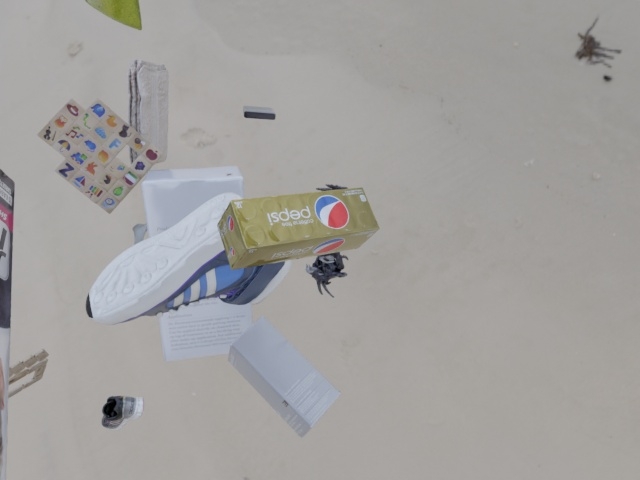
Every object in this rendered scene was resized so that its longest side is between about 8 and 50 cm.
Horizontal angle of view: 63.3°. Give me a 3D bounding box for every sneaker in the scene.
[{"bbox_3d":[-0.199,0.080,0.897,0.322,0.236,0.130,-35,48,2],"label":"sneaker"},{"bbox_3d":[-0.488,0.405,1.234,0.170,0.074,0.063,-31,47,37],"label":"sneaker"}]

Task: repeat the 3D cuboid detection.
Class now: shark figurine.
[{"bbox_3d":[-0.382,-0.044,1.448,0.166,0.278,0.116,-35,81,46],"label":"shark figurine"}]

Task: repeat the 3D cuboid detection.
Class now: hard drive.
[{"bbox_3d":[-0.191,-0.395,1.604,0.094,0.022,0.135,1,20,-10],"label":"hard drive"}]

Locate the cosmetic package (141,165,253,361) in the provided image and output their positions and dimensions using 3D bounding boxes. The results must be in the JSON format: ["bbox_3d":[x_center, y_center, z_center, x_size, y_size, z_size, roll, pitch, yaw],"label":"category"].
[{"bbox_3d":[-0.297,0.054,1.300,0.229,0.454,0.161,-4,19,-12],"label":"cosmetic package"}]

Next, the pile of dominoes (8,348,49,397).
[{"bbox_3d":[-0.835,0.367,1.350,0.040,0.251,0.196,44,126,9],"label":"pile of dominoes"}]

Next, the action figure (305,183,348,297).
[{"bbox_3d":[0.000,0.000,1.307,0.164,0.140,0.276,5,86,60],"label":"action figure"}]

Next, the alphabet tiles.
[{"bbox_3d":[-0.537,-0.214,1.247,0.198,0.237,0.009,-51,17,-8],"label":"alphabet tiles"}]

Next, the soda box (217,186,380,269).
[{"bbox_3d":[-0.024,-0.016,0.613,0.181,0.058,0.061,-9,68,-32],"label":"soda box"}]

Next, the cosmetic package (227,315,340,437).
[{"bbox_3d":[-0.083,0.289,1.107,0.238,0.127,0.107,40,60,12],"label":"cosmetic package"}]

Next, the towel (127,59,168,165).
[{"bbox_3d":[-0.471,-0.349,1.440,0.049,0.187,0.283,6,105,6],"label":"towel"}]

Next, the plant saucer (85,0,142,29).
[{"bbox_3d":[-0.241,-0.327,0.493,0.045,0.188,0.188,-28,77,-22],"label":"plant saucer"}]

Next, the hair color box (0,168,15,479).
[{"bbox_3d":[-0.359,0.066,0.443,0.105,0.174,0.348,-11,68,-3],"label":"hair color box"}]
